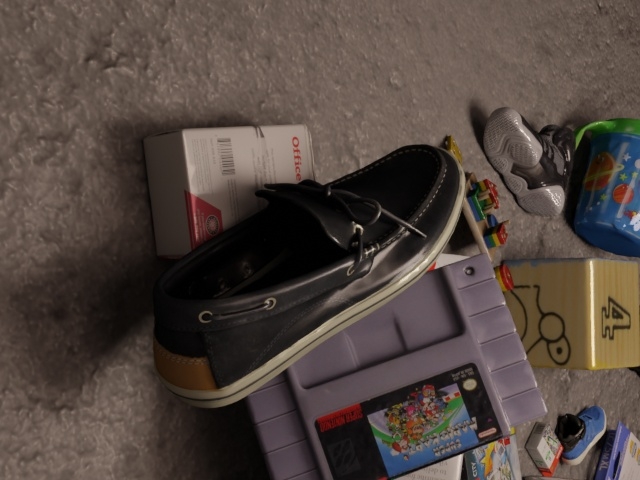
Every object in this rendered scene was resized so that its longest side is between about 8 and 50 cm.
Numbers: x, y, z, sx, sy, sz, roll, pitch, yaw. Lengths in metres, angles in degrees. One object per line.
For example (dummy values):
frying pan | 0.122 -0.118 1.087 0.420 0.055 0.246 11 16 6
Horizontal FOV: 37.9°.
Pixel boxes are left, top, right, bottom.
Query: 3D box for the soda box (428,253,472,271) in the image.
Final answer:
soda box | 0.173 0.057 1.510 0.216 0.069 0.073 7 82 -46

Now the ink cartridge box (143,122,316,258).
ink cartridge box | -0.110 -0.068 1.210 0.218 0.092 0.158 -9 95 -44

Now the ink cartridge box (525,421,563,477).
ink cartridge box | 0.437 0.409 1.788 0.115 0.029 0.063 56 51 -27

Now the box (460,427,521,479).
box | 0.286 0.403 1.622 0.159 0.044 0.233 -15 98 -45

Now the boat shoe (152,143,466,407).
boat shoe | 0.000 0.000 1.127 0.500 0.187 0.156 -35 131 -30

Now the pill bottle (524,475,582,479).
pill bottle | 0.434 0.562 1.698 0.136 0.136 0.245 13 78 -45

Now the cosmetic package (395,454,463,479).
cosmetic package | 0.064 0.276 1.250 0.230 0.161 0.453 12 77 -4

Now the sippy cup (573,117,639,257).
sippy cup | 0.629 -0.094 1.891 0.224 0.306 0.240 -65 158 -12

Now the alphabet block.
alphabet block | 0.463 0.134 1.718 0.193 0.192 0.197 4 86 -44

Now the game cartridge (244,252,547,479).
game cartridge | 0.085 0.175 1.162 0.355 0.068 0.230 -18 76 -10

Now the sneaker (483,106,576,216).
sneaker | 0.394 -0.178 1.733 0.268 0.101 0.153 53 53 -37

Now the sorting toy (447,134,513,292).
sorting toy | 0.285 -0.054 1.604 0.274 0.046 0.132 65 24 -11

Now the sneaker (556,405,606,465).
sneaker | 0.519 0.366 1.854 0.152 0.058 0.084 -43 126 -31

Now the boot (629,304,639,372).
boot | 0.757 0.242 2.099 0.198 0.077 0.137 36 58 -40

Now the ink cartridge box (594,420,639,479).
ink cartridge box | 0.657 0.533 1.984 0.311 0.065 0.185 46 57 -36
